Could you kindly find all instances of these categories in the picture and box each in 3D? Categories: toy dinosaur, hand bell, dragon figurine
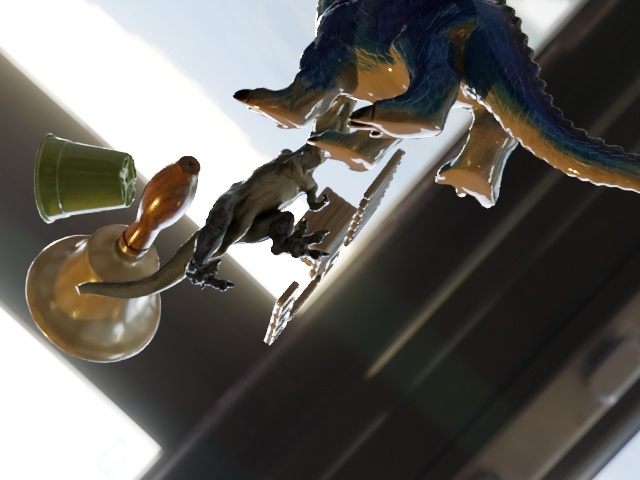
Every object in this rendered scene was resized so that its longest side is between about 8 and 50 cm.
[{"bbox_3d":[-0.060,-0.010,1.368,0.064,0.268,0.118,53,-178,-29],"label":"toy dinosaur"},{"bbox_3d":[-0.153,-0.006,1.532,0.126,0.126,0.242,43,141,2],"label":"hand bell"},{"bbox_3d":[0.055,-0.098,0.741,0.085,0.144,0.289,28,173,-34],"label":"dragon figurine"}]

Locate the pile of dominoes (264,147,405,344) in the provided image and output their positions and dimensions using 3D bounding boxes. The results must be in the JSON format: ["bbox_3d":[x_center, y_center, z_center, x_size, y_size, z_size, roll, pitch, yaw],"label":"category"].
[{"bbox_3d":[0.000,0.000,1.830,0.040,0.196,0.251,38,167,4],"label":"pile of dominoes"}]

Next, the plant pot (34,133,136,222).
[{"bbox_3d":[-0.215,-0.057,1.695,0.079,0.083,0.083,2,177,11],"label":"plant pot"}]
